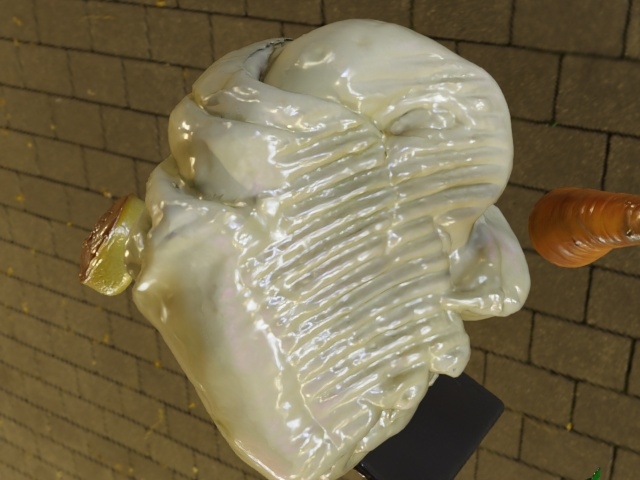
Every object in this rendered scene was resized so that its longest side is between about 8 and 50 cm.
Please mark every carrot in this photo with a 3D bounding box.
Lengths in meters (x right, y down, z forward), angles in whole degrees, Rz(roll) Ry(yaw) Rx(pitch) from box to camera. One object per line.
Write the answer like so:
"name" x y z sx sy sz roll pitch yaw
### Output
"carrot" 0.176 -0.008 0.544 0.061 0.257 0.061 0 91 8

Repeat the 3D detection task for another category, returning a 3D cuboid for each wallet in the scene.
"wallet" 0.146 0.251 1.095 0.124 0.244 0.025 37 133 17

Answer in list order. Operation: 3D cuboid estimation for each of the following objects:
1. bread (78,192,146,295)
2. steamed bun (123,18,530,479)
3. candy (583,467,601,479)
"bread" -0.287 -0.005 1.197 0.086 0.156 0.125 31 131 -15
"steamed bun" 0.000 0.000 0.717 0.247 0.339 0.352 6 125 62
"candy" 0.298 0.394 1.154 0.203 0.141 0.078 -35 79 51
